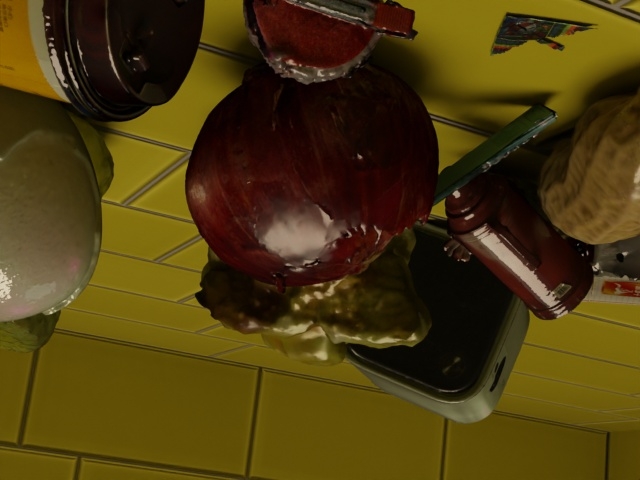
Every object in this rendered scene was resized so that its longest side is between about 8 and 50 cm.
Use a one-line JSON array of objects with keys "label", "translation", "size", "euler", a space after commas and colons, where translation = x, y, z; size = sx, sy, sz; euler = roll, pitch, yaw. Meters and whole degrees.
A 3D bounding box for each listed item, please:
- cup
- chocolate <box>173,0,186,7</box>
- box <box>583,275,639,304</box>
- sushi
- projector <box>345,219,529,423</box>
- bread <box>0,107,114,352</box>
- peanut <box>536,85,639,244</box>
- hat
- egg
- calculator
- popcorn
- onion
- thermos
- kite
[{"label": "cup", "translation": [-0.246, -0.208, 0.937], "size": [0.279, 0.196, 0.196], "euler": [10, 167, 22]}, {"label": "chocolate", "translation": [-0.093, -0.267, 0.802], "size": [0.133, 0.156, 0.156], "euler": [47, 149, -17]}, {"label": "box", "translation": [0.471, 0.030, 1.638], "size": [0.330, 0.095, 0.210], "euler": [5, 164, 13]}, {"label": "sushi", "translation": [0.319, -0.014, 1.454], "size": [0.332, 0.124, 0.130], "euler": [8, -166, -4]}, {"label": "projector", "translation": [0.188, 0.135, 1.779], "size": [0.248, 0.249, 0.249], "euler": [21, 169, 18]}, {"label": "bread", "translation": [-0.450, -0.027, 1.412], "size": [0.348, 0.308, 0.348], "euler": [8, 168, 2]}, {"label": "peanut", "translation": [0.327, -0.078, 1.225], "size": [0.140, 0.153, 0.325], "euler": [-26, 179, -13]}, {"label": "hat", "translation": [-0.016, -0.205, 1.021], "size": [0.140, 0.129, 0.227], "euler": [-7, -174, -14]}, {"label": "egg", "translation": [-0.370, -0.057, 1.109], "size": [0.336, 0.278, 0.278], "euler": [34, 168, 10]}, {"label": "calculator", "translation": [0.183, -0.095, 1.229], "size": [0.018, 0.172, 0.057], "euler": [54, -178, -17]}, {"label": "popcorn", "translation": [0.009, 0.005, 1.466], "size": [0.321, 0.326, 0.290], "euler": [32, -172, 0]}, {"label": "onion", "translation": [-0.009, -0.079, 1.189], "size": [0.276, 0.276, 0.276], "euler": [6, 165, 2]}, {"label": "thermos", "translation": [0.221, -0.007, 1.313], "size": [0.232, 0.099, 0.124], "euler": [42, -170, -27]}, {"label": "kite", "translation": [0.205, -0.201, 1.080], "size": [0.090, 0.004, 0.122], "euler": [19, 160, -39]}]
